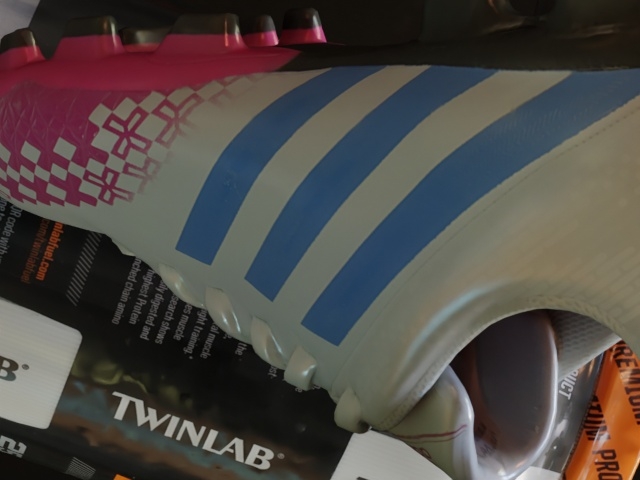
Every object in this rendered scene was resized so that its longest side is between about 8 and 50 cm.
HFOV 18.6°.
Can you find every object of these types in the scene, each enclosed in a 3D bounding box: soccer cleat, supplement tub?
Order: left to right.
[{"bbox_3d":[-0.033,0.017,0.837,0.338,0.207,0.207,20,96,-7],"label":"supplement tub"},{"bbox_3d":[0.000,0.000,0.576,0.116,0.331,0.143,-8,96,-42],"label":"soccer cleat"}]
